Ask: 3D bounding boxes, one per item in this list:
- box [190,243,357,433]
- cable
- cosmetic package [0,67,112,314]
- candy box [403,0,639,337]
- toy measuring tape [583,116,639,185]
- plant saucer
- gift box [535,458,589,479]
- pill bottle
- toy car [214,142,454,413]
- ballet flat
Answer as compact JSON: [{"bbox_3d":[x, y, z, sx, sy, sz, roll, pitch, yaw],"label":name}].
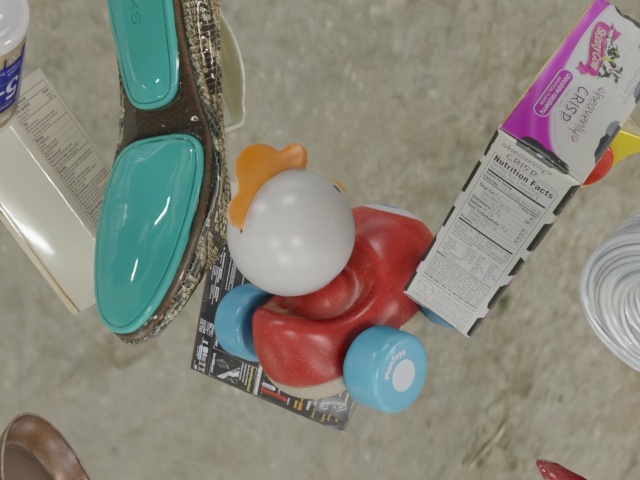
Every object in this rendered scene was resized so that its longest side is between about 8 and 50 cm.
[{"bbox_3d":[-0.038,0.098,1.716,0.242,0.307,0.076,21,44,9],"label":"box"},{"bbox_3d":[0.460,0.080,1.631,0.257,0.257,0.089,24,49,26],"label":"cable"},{"bbox_3d":[-0.372,-0.070,1.798,0.113,0.160,0.309,-29,104,23],"label":"cosmetic package"},{"bbox_3d":[0.157,-0.049,0.961,0.071,0.233,0.159,35,57,6],"label":"candy box"},{"bbox_3d":[0.380,-0.113,1.700,0.330,0.121,0.121,14,70,-32],"label":"toy measuring tape"},{"bbox_3d":[-0.353,0.377,1.663,0.050,0.310,0.310,-23,72,8],"label":"plant saucer"},{"bbox_3d":[0.232,0.044,0.401,0.276,0.258,0.255,25,44,-4],"label":"gift box"},{"bbox_3d":[-0.330,-0.153,1.171,0.112,0.186,0.112,9,54,-13],"label":"pill bottle"},{"bbox_3d":[0.000,0.000,1.148,0.219,0.238,0.210,16,52,45],"label":"toy car"},{"bbox_3d":[-0.151,-0.125,1.439,0.164,0.182,0.482,-4,84,36],"label":"ballet flat"}]
